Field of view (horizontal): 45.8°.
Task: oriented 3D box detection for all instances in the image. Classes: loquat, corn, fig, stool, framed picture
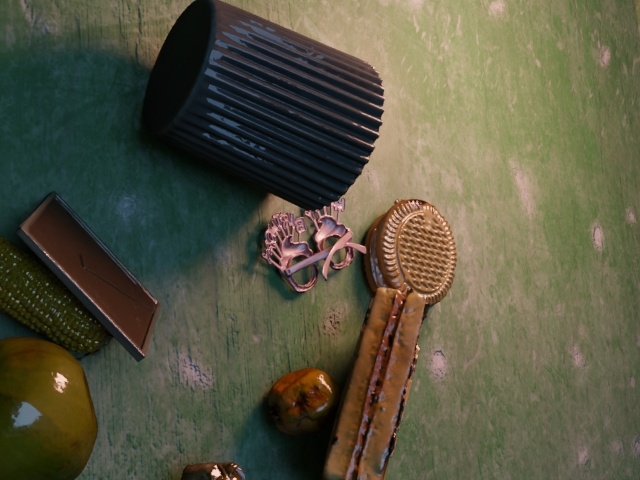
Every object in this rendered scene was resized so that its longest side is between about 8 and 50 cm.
[{"bbox_3d":[-0.031,0.293,1.375,0.137,0.137,0.113,-38,132,-38],"label":"loquat"},{"bbox_3d":[-0.430,0.069,1.103,0.293,0.106,0.106,39,58,-25],"label":"corn"},{"bbox_3d":[-0.400,0.237,1.027,0.230,0.207,0.207,34,58,-57],"label":"fig"},{"bbox_3d":[-0.104,-0.239,1.318,0.330,0.297,0.297,19,69,-33],"label":"stool"},{"bbox_3d":[-0.340,0.047,1.146,0.023,0.189,0.260,-35,110,7],"label":"framed picture"}]

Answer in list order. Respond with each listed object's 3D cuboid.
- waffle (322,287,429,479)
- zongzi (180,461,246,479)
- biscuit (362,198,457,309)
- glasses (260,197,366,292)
[{"bbox_3d":[0.108,0.300,1.419,0.261,0.114,0.376,80,25,-61],"label":"waffle"},{"bbox_3d":[-0.233,0.497,1.148,0.300,0.145,0.274,-5,82,-39],"label":"zongzi"},{"bbox_3d":[0.199,0.036,1.650,0.259,0.079,0.259,9,75,-38],"label":"biscuit"},{"bbox_3d":[-0.007,-0.004,1.478,0.255,0.095,0.162,-30,93,-42],"label":"glasses"}]
